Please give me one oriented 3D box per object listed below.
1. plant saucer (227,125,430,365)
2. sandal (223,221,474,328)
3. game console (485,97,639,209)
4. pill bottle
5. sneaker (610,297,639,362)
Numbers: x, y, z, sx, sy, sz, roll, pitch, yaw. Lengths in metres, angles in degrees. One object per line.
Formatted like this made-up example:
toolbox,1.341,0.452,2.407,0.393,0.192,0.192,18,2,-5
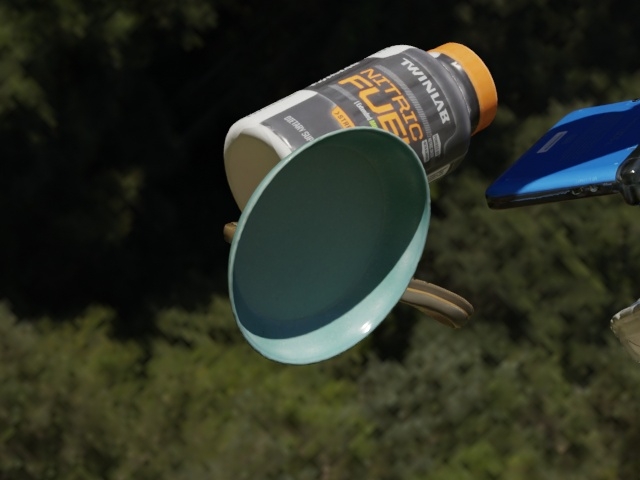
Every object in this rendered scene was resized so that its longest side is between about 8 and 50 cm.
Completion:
plant saucer,0.000,0.000,0.869,0.021,0.119,0.119,31,-13,43
sandal,0.020,0.039,1.548,0.219,0.060,0.090,22,0,-16
game console,0.350,-0.038,1.979,0.293,0.250,0.173,-38,116,-56
pill bottle,0.044,-0.094,1.676,0.130,0.245,0.130,36,-39,35
sneaker,0.343,0.086,1.591,0.129,0.111,0.297,64,-17,2
